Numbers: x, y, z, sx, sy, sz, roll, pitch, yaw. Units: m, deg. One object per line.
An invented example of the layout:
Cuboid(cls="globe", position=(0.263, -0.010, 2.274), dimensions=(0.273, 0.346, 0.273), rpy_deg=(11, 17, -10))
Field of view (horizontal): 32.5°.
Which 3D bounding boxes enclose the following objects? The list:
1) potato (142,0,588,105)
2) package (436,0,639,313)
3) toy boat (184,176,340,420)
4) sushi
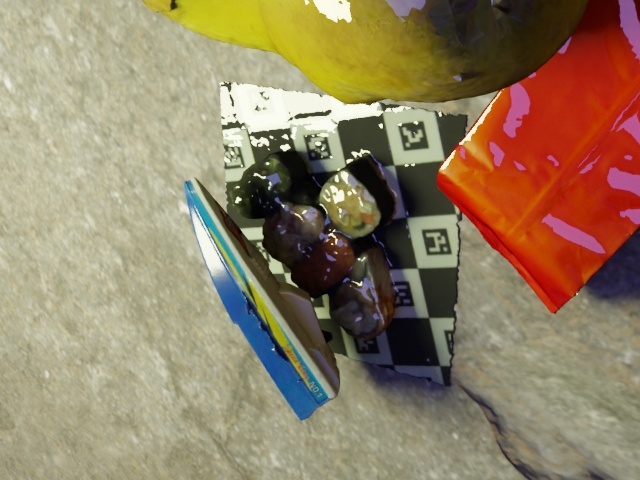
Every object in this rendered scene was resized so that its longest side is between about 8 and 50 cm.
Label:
Cuboid(cls="potato", position=(0.022, -0.247, 0.896), dimensions=(0.397, 0.296, 0.290), rpy_deg=(11, 114, -9))
Cuboid(cls="package", position=(0.270, -0.114, 1.016), dimensions=(0.196, 0.123, 0.423), rpy_deg=(45, 126, 10))
Cuboid(cls="toy boat", position=(-0.070, 0.054, 1.251), dimensions=(0.088, 0.129, 0.295), rpy_deg=(-32, 99, 2))
Cuboid(cls="sushi", position=(0.000, 0.000, 1.274), dimensions=(0.320, 0.069, 0.339), rpy_deg=(14, 118, 27))
